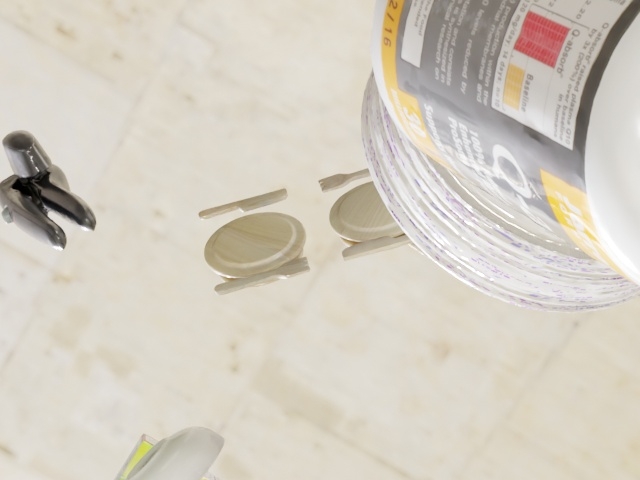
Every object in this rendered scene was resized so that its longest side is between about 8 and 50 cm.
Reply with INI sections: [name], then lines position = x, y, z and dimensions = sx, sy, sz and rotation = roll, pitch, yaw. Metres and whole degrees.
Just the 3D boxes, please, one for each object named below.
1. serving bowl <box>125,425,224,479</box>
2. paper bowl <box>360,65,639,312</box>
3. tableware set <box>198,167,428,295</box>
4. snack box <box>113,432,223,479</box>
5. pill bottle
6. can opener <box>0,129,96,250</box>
[serving bowl]
position = -0.096, 0.141, 1.188
dimensions = 0.083, 0.027, 0.083
rotation = -44, -172, 7
[paper bowl]
position = 0.183, -0.099, 1.476
dimensions = 0.284, 0.284, 0.148
rotation = -61, -178, -34
[tableware set]
position = 0.000, 0.000, 1.640
dimensions = 0.128, 0.194, 0.039
rotation = -106, -179, -56
[snack box]
position = -0.131, 0.235, 1.510
dimensions = 0.141, 0.100, 0.037
rotation = -58, -175, 1
[pill bottle]
position = 0.152, -0.066, 0.872
dimensions = 0.162, 0.162, 0.278
rotation = -60, -146, 5
[can opener]
position = -0.211, -0.027, 1.477
dimensions = 0.059, 0.073, 0.186
rotation = -38, -153, -4
